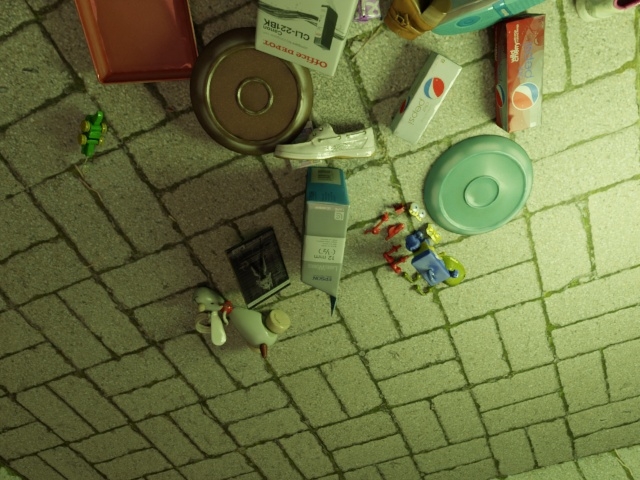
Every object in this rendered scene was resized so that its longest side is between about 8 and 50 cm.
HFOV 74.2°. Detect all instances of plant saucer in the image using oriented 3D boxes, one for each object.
[{"bbox_3d":[-0.166,-0.361,1.055,0.311,0.050,0.310,-4,115,-10],"label":"plant saucer"},{"bbox_3d":[-0.426,-0.512,0.998,0.259,0.047,0.258,-3,119,1],"label":"plant saucer"},{"bbox_3d":[0.463,-0.145,1.227,0.318,0.043,0.317,0,119,0],"label":"plant saucer"}]

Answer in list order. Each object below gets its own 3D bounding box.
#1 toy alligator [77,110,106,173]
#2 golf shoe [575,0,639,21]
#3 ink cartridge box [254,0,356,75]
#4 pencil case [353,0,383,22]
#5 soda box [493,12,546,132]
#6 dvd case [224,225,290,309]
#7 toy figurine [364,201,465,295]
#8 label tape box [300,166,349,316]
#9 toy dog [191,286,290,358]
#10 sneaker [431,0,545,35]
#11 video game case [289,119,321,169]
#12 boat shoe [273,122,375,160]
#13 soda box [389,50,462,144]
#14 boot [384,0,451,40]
[{"bbox_3d":[-0.623,-0.270,1.135,0.051,0.056,0.189,44,120,23],"label":"toy alligator"},{"bbox_3d":[0.735,-0.591,0.921,0.306,0.140,0.115,-35,113,16],"label":"golf shoe"},{"bbox_3d":[-0.022,-0.510,0.884,0.197,0.114,0.272,19,152,-3],"label":"ink cartridge box"},{"bbox_3d":[0.082,-0.591,0.938,0.087,0.088,0.206,-4,119,17],"label":"pencil case"},{"bbox_3d":[0.490,-0.411,1.050,0.092,0.083,0.263,-11,119,5],"label":"soda box"},{"bbox_3d":[-0.188,0.087,1.310,0.165,0.018,0.221,-31,122,-27],"label":"dvd case"},{"bbox_3d":[0.306,0.084,1.255,0.191,0.217,0.362,-34,114,17],"label":"toy figurine"},{"bbox_3d":[0.000,0.000,1.182,0.115,0.249,0.347,6,119,-5],"label":"label tape box"},{"bbox_3d":[-0.270,0.286,1.393,0.334,0.161,0.220,12,119,-8],"label":"toy dog"},{"bbox_3d":[0.383,-0.604,0.932,0.319,0.127,0.208,-12,93,29],"label":"sneaker"},{"bbox_3d":[-0.053,-0.262,1.168,0.087,0.011,0.122,-12,119,6],"label":"video game case"},{"bbox_3d":[0.010,-0.263,1.120,0.277,0.098,0.096,-7,105,-16],"label":"boat shoe"},{"bbox_3d":[0.264,-0.362,1.083,0.074,0.069,0.216,22,118,-14],"label":"soda box"},{"bbox_3d":[0.177,-0.534,0.943,0.197,0.152,0.073,38,81,-15],"label":"boot"}]
